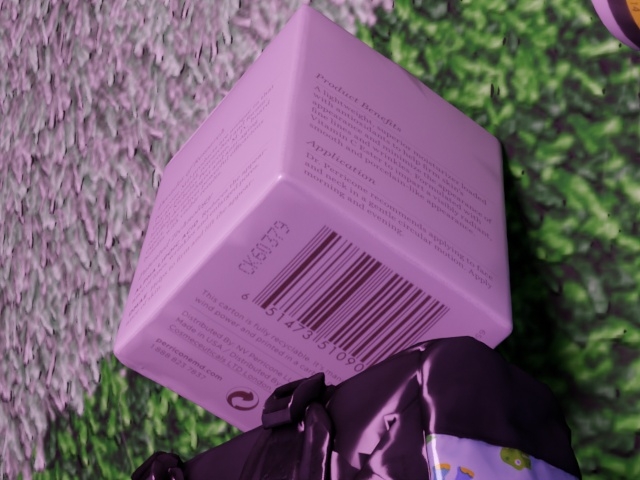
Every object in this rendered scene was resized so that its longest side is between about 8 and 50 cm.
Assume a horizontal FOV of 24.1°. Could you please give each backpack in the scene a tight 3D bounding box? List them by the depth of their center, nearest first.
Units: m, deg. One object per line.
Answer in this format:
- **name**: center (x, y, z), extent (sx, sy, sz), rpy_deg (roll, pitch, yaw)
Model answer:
- **backpack**: center (0.031, 0.275, 0.704), extent (0.290, 0.273, 0.355), rpy_deg (-33, 37, 33)

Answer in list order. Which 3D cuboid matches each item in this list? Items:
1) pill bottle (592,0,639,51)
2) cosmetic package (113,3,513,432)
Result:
- **pill bottle**: center (0.233, -0.135, 0.678), extent (0.208, 0.119, 0.119), rpy_deg (16, 90, 50)
- **cosmetic package**: center (0.000, 0.000, 0.829), extent (0.151, 0.151, 0.183), rpy_deg (-46, 20, 29)
